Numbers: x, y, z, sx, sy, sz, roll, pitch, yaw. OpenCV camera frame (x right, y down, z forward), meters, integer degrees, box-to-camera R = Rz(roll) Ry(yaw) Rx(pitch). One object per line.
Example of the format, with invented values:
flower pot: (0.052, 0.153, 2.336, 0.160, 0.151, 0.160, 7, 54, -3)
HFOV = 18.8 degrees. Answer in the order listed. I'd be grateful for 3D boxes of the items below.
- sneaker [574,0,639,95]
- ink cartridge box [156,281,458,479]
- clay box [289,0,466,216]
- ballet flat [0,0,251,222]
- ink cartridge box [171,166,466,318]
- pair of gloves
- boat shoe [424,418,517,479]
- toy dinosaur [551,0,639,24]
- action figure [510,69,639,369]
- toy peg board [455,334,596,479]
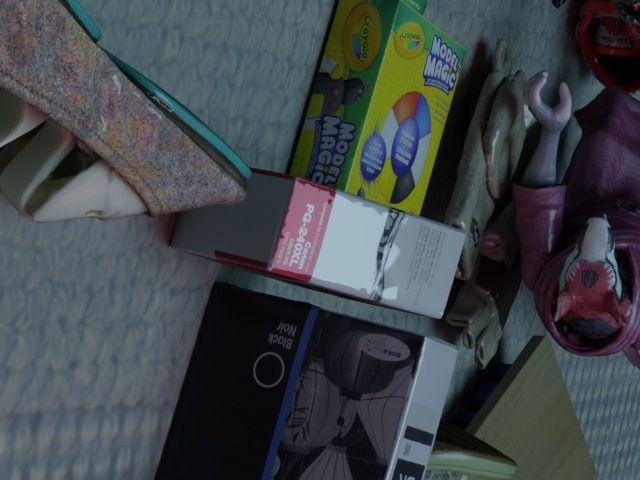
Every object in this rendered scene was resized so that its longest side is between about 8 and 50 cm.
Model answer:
sneaker: (0.285, -0.259, 1.712, 0.145, 0.090, 0.270, -54, 147, -40)
ink cartridge box: (-0.035, 0.205, 1.250, 0.065, 0.165, 0.332, 24, 80, -62)
clay box: (0.040, -0.082, 1.378, 0.127, 0.053, 0.222, 23, 83, -62)
ballet flat: (-0.146, -0.073, 1.014, 0.106, 0.107, 0.316, -51, 143, -5)
ink cartridge box: (0.000, 0.000, 1.228, 0.150, 0.109, 0.063, 18, 86, -39)
pair of gloves: (0.142, -0.024, 1.599, 0.240, 0.042, 0.204, 72, 35, -55)
boat shoe: (0.047, 0.181, 1.474, 0.285, 0.104, 0.089, 11, 102, -51)
toy dinosaur: (0.251, -0.302, 1.531, 0.218, 0.164, 0.322, 69, 39, -57)
action figure: (0.229, 0.011, 1.602, 0.276, 0.248, 0.370, -57, 173, 27)
toy peg board: (0.159, 0.194, 1.720, 0.161, 0.079, 0.160, -48, 126, -42)
